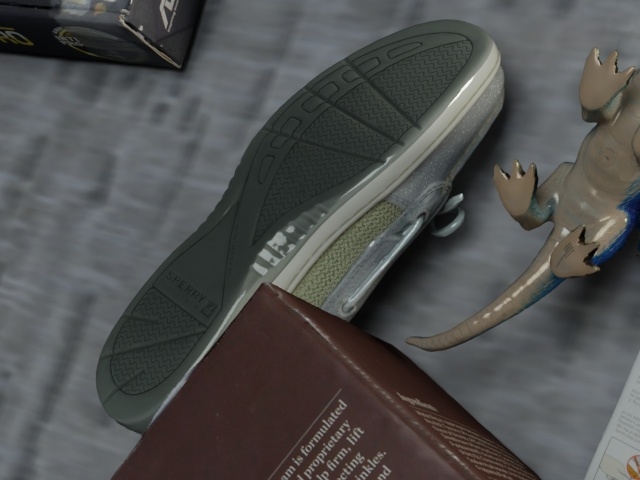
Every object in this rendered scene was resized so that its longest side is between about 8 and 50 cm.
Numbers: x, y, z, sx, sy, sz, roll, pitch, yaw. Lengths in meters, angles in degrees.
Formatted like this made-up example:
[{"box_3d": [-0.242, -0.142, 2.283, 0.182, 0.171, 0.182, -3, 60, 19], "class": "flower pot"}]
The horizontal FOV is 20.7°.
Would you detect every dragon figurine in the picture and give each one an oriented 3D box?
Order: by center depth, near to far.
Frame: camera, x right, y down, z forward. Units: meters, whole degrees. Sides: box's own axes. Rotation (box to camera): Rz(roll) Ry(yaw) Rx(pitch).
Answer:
[{"box_3d": [0.175, -0.032, 0.991, 0.085, 0.144, 0.289, 43, 113, 29], "class": "dragon figurine"}]

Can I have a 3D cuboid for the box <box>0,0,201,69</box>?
[{"box_3d": [-0.198, -0.329, 1.268, 0.318, 0.097, 0.394, 10, 77, 25], "class": "box"}]

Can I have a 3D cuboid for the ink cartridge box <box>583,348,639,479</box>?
[{"box_3d": [0.232, 0.113, 0.953, 0.145, 0.045, 0.179, 28, 104, 30], "class": "ink cartridge box"}]

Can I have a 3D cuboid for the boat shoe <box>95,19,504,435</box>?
[{"box_3d": [0.000, 0.002, 1.069, 0.320, 0.103, 0.118, -51, 40, -4], "class": "boat shoe"}]

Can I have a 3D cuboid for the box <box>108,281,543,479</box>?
[{"box_3d": [0.020, 0.161, 0.950, 0.203, 0.167, 0.168, 42, 97, 31], "class": "box"}]
